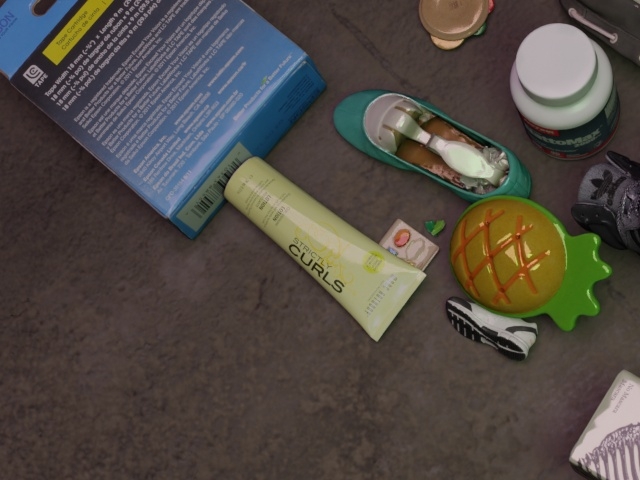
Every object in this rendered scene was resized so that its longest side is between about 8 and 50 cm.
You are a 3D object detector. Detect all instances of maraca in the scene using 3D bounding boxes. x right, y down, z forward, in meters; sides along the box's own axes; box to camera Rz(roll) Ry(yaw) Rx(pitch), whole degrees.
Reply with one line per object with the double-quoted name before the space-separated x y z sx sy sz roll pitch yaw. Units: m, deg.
"maraca" 0.216 0.023 1.825 0.186 0.099 0.127 22 106 30

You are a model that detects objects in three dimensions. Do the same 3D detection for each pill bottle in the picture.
"pill bottle" 0.255 -0.158 1.833 0.108 0.180 0.108 -4 75 14

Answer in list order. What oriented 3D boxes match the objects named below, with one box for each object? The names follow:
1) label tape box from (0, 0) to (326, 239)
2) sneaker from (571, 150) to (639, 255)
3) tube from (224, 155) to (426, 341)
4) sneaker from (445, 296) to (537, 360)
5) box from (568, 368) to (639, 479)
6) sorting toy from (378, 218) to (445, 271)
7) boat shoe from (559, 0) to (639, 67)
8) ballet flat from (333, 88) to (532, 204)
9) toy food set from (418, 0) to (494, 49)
"label tape box" -0.196 -0.201 1.995 0.334 0.106 0.240 41 89 20
"sneaker" 0.323 -0.037 1.742 0.153 0.268 0.101 31 81 24
"tube" 0.000 0.000 1.921 0.240 0.070 0.062 40 53 16
"sneaker" 0.183 0.088 1.868 0.109 0.040 0.044 30 58 22
"box" 0.384 0.242 1.682 0.275 0.094 0.113 29 83 18
"sorting toy" 0.099 0.003 1.919 0.062 0.012 0.083 36 87 20
"boat shoe" 0.395 -0.207 1.870 0.335 0.095 0.112 41 53 16
"ballet flat" 0.119 -0.110 1.904 0.247 0.087 0.083 28 82 19
"toy food set" 0.152 -0.261 1.969 0.083 0.020 0.083 -31 70 4
